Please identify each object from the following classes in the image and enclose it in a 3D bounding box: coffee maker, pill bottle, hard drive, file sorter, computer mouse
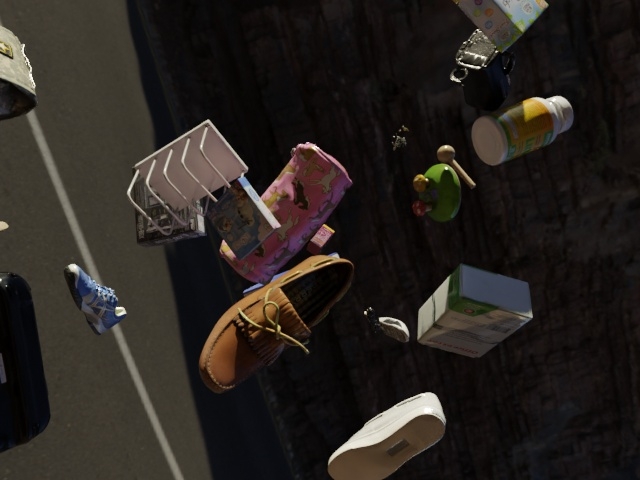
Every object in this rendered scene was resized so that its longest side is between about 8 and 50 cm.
[{"bbox_3d":[0.408,-0.421,1.312,0.120,0.171,0.178,57,5,35],"label":"coffee maker"},{"bbox_3d":[0.550,-0.305,1.380,0.136,0.246,0.136,158,-90,-78],"label":"pill bottle"},{"bbox_3d":[-0.107,0.134,1.894,0.210,0.319,0.040,-24,92,-59],"label":"hard drive"},{"bbox_3d":[-0.383,-0.171,1.476,0.193,0.278,0.173,52,20,-34],"label":"file sorter"},{"bbox_3d":[0.224,0.276,1.647,0.193,0.042,0.106,14,-45,53],"label":"computer mouse"}]

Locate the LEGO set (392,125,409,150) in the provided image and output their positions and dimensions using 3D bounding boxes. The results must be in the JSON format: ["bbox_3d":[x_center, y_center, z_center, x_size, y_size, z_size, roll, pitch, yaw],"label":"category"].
[{"bbox_3d":[0.257,-0.325,1.621,0.023,0.054,0.083,22,-79,65],"label":"LEGO set"}]

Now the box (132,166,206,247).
[{"bbox_3d":[-0.560,-0.146,1.877,0.076,0.243,0.307,40,39,-72],"label":"box"}]

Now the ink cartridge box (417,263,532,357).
[{"bbox_3d":[0.309,0.152,1.053,0.208,0.153,0.086,115,-11,-52],"label":"ink cartridge box"}]

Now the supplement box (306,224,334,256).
[{"bbox_3d":[0.000,0.000,1.580,0.083,0.043,0.055,-51,173,-38],"label":"supplement box"}]

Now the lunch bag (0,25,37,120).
[{"bbox_3d":[-0.795,-0.384,1.121,0.235,0.287,0.169,58,-36,27],"label":"lunch bag"}]

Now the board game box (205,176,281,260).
[{"bbox_3d":[-0.114,-0.030,0.740,0.090,0.090,0.020,53,34,4],"label":"board game box"}]

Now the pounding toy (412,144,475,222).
[{"bbox_3d":[0.340,-0.155,1.547,0.236,0.110,0.182,113,-37,-54],"label":"pounding toy"}]

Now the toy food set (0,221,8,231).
[{"bbox_3d":[-0.594,-0.077,0.798,0.192,0.038,0.132,45,27,-1],"label":"toy food set"}]

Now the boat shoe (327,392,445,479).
[{"bbox_3d":[0.087,0.266,0.692,0.066,0.184,0.063,43,21,-6],"label":"boat shoe"}]

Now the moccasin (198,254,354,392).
[{"bbox_3d":[-0.073,0.155,1.004,0.147,0.380,0.139,-17,-78,55],"label":"moccasin"}]

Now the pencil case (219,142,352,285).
[{"bbox_3d":[-0.093,-0.064,1.310,0.160,0.386,0.167,32,10,-45],"label":"pencil case"}]

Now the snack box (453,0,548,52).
[{"bbox_3d":[0.385,-0.542,1.126,0.207,0.174,0.070,45,-34,-5],"label":"snack box"}]

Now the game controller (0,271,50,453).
[{"bbox_3d":[-0.557,0.216,0.855,0.067,0.167,0.318,13,-71,45],"label":"game controller"}]

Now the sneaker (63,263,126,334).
[{"bbox_3d":[-0.518,0.125,1.167,0.080,0.081,0.211,48,-23,39],"label":"sneaker"}]
